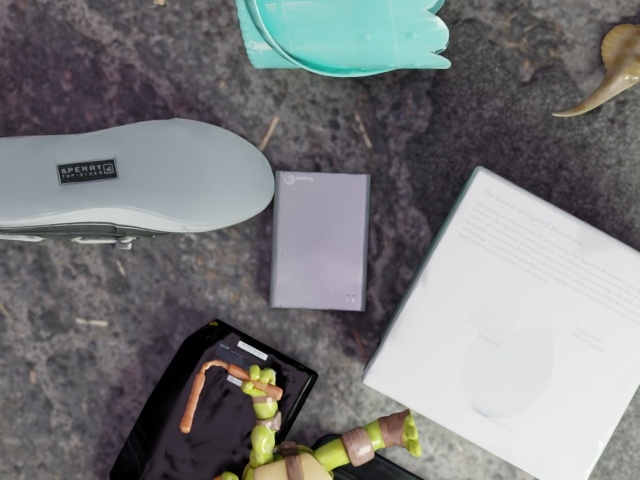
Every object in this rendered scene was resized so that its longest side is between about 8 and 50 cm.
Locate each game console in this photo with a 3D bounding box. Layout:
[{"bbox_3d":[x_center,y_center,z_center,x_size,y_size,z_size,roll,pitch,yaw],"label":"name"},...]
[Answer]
[{"bbox_3d":[-0.012,0.246,1.547,0.361,0.044,0.213,29,92,3],"label":"game console"}]

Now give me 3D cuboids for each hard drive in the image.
[{"bbox_3d":[0.000,0.000,1.560,0.094,0.022,0.135,2,89,2],"label":"hard drive"}]

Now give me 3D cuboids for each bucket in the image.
[{"bbox_3d":[0.018,-0.281,1.450,0.183,0.281,0.281,-5,89,6],"label":"bucket"}]

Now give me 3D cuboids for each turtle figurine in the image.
[{"bbox_3d":[-0.013,0.237,1.483,0.217,0.087,0.269,-7,81,-5],"label":"turtle figurine"}]

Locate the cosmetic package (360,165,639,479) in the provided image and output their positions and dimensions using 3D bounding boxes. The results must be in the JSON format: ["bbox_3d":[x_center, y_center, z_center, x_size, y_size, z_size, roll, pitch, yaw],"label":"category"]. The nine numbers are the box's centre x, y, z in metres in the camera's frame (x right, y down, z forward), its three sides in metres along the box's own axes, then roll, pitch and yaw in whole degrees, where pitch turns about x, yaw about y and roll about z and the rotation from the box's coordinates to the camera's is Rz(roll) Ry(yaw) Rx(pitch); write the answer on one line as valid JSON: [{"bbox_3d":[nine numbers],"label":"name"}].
[{"bbox_3d":[0.188,0.082,1.493,0.224,0.138,0.224,29,92,3],"label":"cosmetic package"}]

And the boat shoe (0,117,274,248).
[{"bbox_3d":[-0.200,-0.043,1.527,0.306,0.105,0.113,-8,77,-22],"label":"boat shoe"}]

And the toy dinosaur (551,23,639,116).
[{"bbox_3d":[0.308,-0.166,1.546,0.093,0.053,0.183,35,83,18],"label":"toy dinosaur"}]

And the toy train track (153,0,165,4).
[{"bbox_3d":[-0.147,-0.271,1.575,0.048,0.014,0.083,15,84,9],"label":"toy train track"}]
